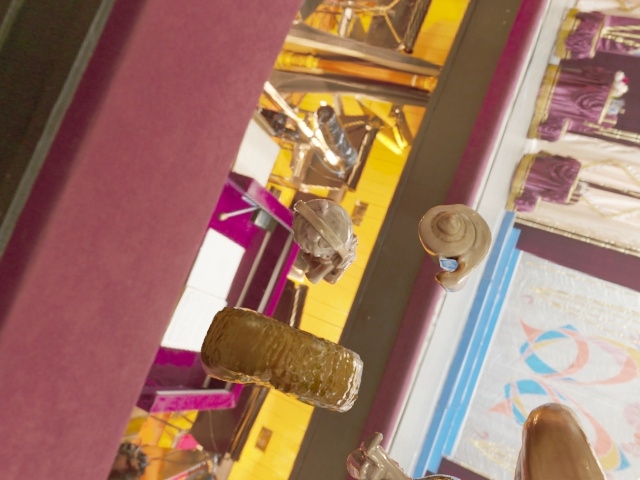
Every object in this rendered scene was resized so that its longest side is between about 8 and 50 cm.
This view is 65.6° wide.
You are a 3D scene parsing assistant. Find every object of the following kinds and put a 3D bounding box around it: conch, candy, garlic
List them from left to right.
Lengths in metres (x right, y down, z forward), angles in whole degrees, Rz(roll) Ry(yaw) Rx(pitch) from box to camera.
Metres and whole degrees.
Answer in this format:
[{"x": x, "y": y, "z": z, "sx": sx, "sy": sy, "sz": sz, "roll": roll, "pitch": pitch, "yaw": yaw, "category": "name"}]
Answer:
[{"x": -0.059, "y": 0.189, "z": 0.778, "sx": 0.260, "sy": 0.259, "sz": 0.118, "roll": 51, "pitch": 56, "yaw": -66, "category": "candy"}, {"x": 0.179, "y": 0.018, "z": 0.695, "sx": 0.094, "sy": 0.104, "sz": 0.176, "roll": -21, "pitch": 151, "yaw": -14, "category": "conch"}, {"x": 0.249, "y": 0.286, "z": 0.496, "sx": 0.228, "sy": 0.110, "sz": 0.217, "roll": -92, "pitch": 160, "yaw": -52, "category": "garlic"}]

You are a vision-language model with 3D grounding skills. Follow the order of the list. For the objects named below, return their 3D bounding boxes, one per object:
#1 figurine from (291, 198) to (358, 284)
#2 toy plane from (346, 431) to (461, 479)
[{"x": 0.003, "y": -0.003, "z": 1.022, "sx": 0.141, "sy": 0.162, "sz": 0.237, "roll": -40, "pitch": 159, "yaw": -8, "category": "figurine"}, {"x": 0.128, "y": 0.291, "z": 0.483, "sx": 0.118, "sy": 0.252, "sz": 0.252, "roll": -43, "pitch": 149, "yaw": -21, "category": "toy plane"}]
